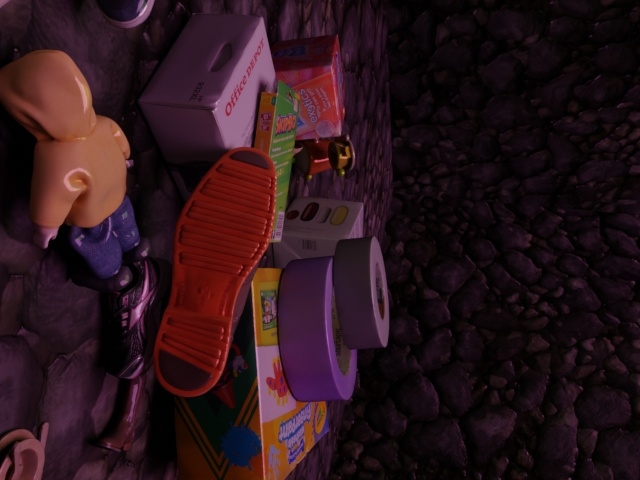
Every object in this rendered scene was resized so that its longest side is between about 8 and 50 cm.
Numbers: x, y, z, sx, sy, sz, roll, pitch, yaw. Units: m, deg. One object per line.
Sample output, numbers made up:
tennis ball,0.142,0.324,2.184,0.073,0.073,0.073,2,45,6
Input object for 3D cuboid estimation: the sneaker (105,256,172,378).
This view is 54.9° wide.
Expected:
sneaker,-0.271,0.100,0.859,0.077,0.072,0.178,36,57,-54

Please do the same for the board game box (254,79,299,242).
board game box,-0.079,-0.126,1.022,0.124,0.039,0.259,1,100,-76

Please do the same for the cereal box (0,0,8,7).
cereal box,-0.271,-0.264,0.509,0.173,0.047,0.240,-43,-158,44

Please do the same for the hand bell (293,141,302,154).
hand bell,-0.125,-0.097,1.302,0.126,0.126,0.241,-43,149,-70

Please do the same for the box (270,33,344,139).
box,-0.034,-0.325,1.289,0.300,0.154,0.142,-81,165,-60

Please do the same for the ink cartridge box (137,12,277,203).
ink cartridge box,-0.156,-0.183,1.029,0.307,0.129,0.223,78,24,-53

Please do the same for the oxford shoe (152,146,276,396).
oxford shoe,-0.155,0.039,0.912,0.133,0.130,0.363,128,-19,-84

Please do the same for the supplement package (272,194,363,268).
supplement package,0.000,0.000,1.610,0.203,0.194,0.149,-65,158,-55

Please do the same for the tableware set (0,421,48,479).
tableware set,-0.342,0.310,0.685,0.128,0.039,0.194,21,76,-76

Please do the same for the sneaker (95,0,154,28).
sneaker,-0.238,-0.365,0.669,0.163,0.086,0.226,54,34,-86

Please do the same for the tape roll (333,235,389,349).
tape roll,0.084,0.103,1.216,0.219,0.072,0.219,-7,90,-77

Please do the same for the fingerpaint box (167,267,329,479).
fingerpaint box,-0.121,0.241,1.193,0.445,0.163,0.370,10,75,-76

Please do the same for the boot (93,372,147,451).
boot,-0.285,0.244,0.893,0.106,0.037,0.114,96,7,-74

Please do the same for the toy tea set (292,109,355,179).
toy tea set,-0.024,-0.313,1.560,0.200,0.124,0.335,169,-91,-70

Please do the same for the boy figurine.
boy figurine,-0.273,-0.068,0.689,0.177,0.092,0.285,-69,160,-44

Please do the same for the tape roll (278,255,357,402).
tape roll,0.001,0.169,1.185,0.275,0.090,0.274,-5,90,-77
